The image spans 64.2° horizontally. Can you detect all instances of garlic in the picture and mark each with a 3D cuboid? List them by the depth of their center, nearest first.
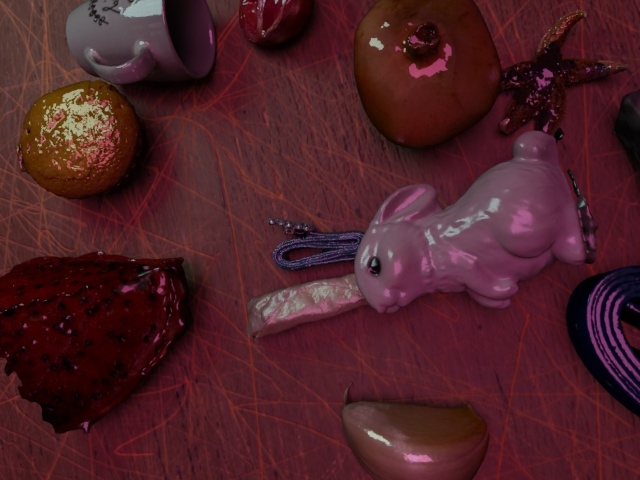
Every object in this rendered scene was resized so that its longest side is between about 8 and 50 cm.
[{"bbox_3d":[0.143,0.326,0.826,0.244,0.146,0.164,8,52,13],"label":"garlic"}]

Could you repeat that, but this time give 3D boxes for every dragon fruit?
[{"bbox_3d":[-0.392,0.150,0.961,0.329,0.228,0.286,-22,111,-13],"label":"dragon fruit"}]

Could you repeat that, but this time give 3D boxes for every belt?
[{"bbox_3d":[0.546,0.181,0.763,0.347,0.117,0.212,37,88,13],"label":"belt"},{"bbox_3d":[0.001,0.000,0.920,0.179,0.065,0.100,-7,90,8],"label":"belt"}]

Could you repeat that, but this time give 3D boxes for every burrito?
[{"bbox_3d":[-0.006,0.111,0.905,0.275,0.059,0.082,-14,65,8],"label":"burrito"}]

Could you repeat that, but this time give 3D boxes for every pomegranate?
[{"bbox_3d":[0.165,-0.280,0.817,0.228,0.270,0.252,-12,83,16],"label":"pomegranate"}]

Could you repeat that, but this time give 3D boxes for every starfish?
[{"bbox_3d":[0.398,-0.281,0.884,0.215,0.071,0.238,16,96,7],"label":"starfish"}]

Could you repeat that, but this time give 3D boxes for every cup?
[{"bbox_3d":[-0.352,-0.367,0.950,0.233,0.186,0.258,-3,45,15],"label":"cup"}]

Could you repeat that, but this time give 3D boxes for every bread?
[{"bbox_3d":[-0.449,-0.189,0.986,0.239,0.139,0.240,-1,82,10],"label":"bread"}]

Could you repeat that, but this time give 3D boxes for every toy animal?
[{"bbox_3d":[0.223,-0.012,0.815,0.357,0.194,0.258,-11,80,11],"label":"toy animal"}]

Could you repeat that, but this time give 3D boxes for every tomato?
[{"bbox_3d":[-0.073,-0.455,0.980,0.189,0.099,0.173,26,106,51],"label":"tomato"}]

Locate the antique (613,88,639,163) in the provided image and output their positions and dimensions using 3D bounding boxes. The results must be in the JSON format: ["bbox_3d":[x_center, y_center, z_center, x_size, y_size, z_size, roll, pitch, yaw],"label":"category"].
[{"bbox_3d":[0.550,-0.152,0.788,0.088,0.086,0.183,-19,54,7],"label":"antique"}]
